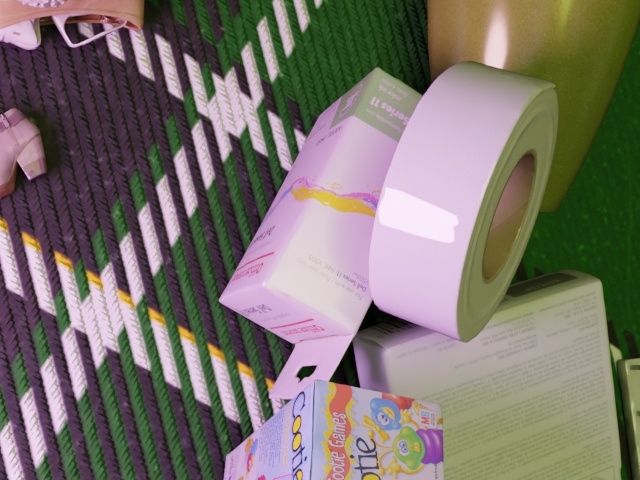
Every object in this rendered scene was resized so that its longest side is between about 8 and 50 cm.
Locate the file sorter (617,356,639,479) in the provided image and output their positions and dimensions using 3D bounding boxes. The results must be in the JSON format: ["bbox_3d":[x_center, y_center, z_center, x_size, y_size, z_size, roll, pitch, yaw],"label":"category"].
[{"bbox_3d":[0.550,0.288,1.236,0.193,0.173,0.278,-3,83,-21],"label":"file sorter"}]

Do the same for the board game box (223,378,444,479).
[{"bbox_3d":[0.002,0.267,0.962,0.142,0.275,0.144,14,59,-18],"label":"board game box"}]

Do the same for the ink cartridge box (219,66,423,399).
[{"bbox_3d":[0.000,0.000,1.052,0.119,0.207,0.353,31,72,-12],"label":"ink cartridge box"}]

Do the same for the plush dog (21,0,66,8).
[{"bbox_3d":[-0.254,-0.393,1.015,0.225,0.210,0.262,46,107,19],"label":"plush dog"}]

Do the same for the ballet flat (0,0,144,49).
[{"bbox_3d":[-0.310,-0.254,1.048,0.232,0.080,0.073,-15,100,-21],"label":"ballet flat"}]

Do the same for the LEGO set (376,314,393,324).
[{"bbox_3d":[0.094,0.112,1.175,0.083,0.023,0.054,-43,100,-34],"label":"LEGO set"}]

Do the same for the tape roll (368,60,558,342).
[{"bbox_3d":[0.158,-0.041,0.975,0.100,0.286,0.286,20,72,23],"label":"tape roll"}]

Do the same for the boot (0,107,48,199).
[{"bbox_3d":[-0.366,-0.093,1.024,0.118,0.042,0.087,-29,87,-23],"label":"boot"}]

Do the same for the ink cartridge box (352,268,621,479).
[{"bbox_3d":[0.219,0.257,1.126,0.308,0.091,0.385,-15,104,-22],"label":"ink cartridge box"}]

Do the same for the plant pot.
[{"bbox_3d":[0.255,-0.188,1.168,0.275,0.275,0.293,5,95,-20],"label":"plant pot"}]
